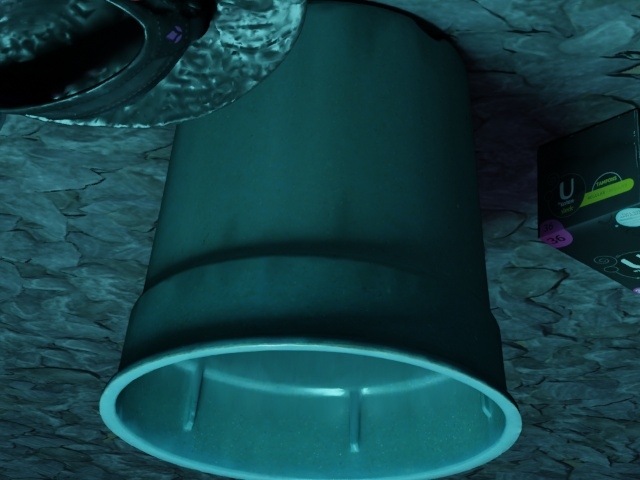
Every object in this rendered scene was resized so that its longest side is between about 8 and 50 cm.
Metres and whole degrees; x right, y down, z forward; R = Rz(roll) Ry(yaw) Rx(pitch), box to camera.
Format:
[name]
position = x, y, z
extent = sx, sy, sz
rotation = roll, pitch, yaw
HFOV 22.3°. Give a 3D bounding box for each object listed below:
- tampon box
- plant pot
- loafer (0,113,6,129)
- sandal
[tampon box]
position = 0.302, -0.034, 1.546
extent = 0.161, 0.101, 0.120
rotation = 25, 146, -38
[plant pot]
position = 0.000, 0.000, 1.381
extent = 0.341, 0.334, 0.341
rotation = 3, 155, 1
[loafer]
position = -0.383, -0.174, 1.366
extent = 0.109, 0.095, 0.302
rotation = -48, 143, 4
[sandal]
position = -0.227, -0.152, 1.224
extent = 0.446, 0.107, 0.167
rotation = -3, 115, -9
